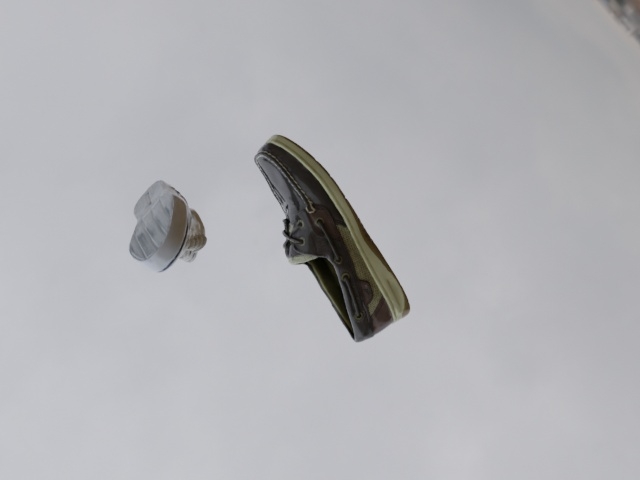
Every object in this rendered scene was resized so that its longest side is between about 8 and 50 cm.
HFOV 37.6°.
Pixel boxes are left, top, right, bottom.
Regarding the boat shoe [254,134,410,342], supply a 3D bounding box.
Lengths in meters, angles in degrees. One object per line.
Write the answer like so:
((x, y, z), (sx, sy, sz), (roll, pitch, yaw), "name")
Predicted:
((0.000, 0.001, 0.923), (0.223, 0.073, 0.080), (54, 160, -5), "boat shoe")

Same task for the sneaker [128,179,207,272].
((-0.191, -0.012, 1.244), (0.091, 0.094, 0.258), (40, -171, -20), "sneaker")
